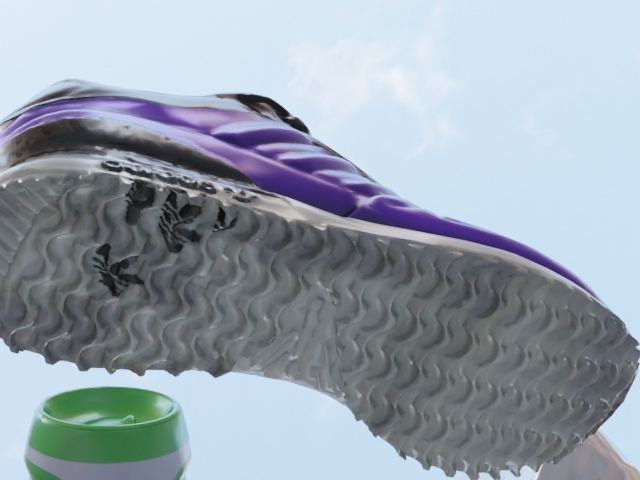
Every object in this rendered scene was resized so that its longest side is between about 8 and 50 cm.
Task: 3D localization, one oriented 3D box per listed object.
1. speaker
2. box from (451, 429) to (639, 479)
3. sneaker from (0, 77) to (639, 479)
[{"bbox_3d":[-0.162,0.268,0.878,0.131,0.131,0.296,0,-81,-17],"label":"speaker"},{"bbox_3d":[0.127,0.331,1.009,0.168,0.345,0.215,47,-149,0],"label":"box"},{"bbox_3d":[0.000,-0.001,0.492,0.293,0.146,0.102,20,-63,-21],"label":"sneaker"}]
